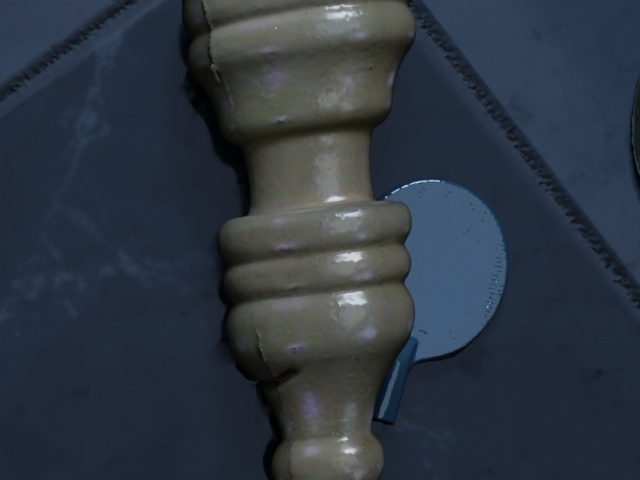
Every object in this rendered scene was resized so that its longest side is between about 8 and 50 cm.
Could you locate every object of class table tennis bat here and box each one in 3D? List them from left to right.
[{"bbox_3d":[0.059,0.037,1.105,0.100,0.019,0.155,17,83,-3],"label":"table tennis bat"}]

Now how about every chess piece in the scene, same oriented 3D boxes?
[{"bbox_3d":[0.000,0.000,1.051,0.138,0.124,0.307,-6,89,3],"label":"chess piece"}]

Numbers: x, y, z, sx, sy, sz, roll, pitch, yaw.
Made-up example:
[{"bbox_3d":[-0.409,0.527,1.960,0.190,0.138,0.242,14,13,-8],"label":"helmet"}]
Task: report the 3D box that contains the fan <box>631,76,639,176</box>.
[{"bbox_3d":[0.276,-0.118,1.099,0.223,0.012,0.294,-33,67,20],"label":"fan"}]
